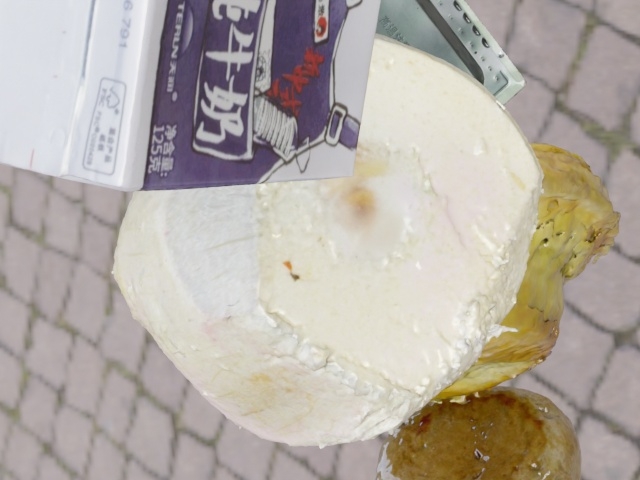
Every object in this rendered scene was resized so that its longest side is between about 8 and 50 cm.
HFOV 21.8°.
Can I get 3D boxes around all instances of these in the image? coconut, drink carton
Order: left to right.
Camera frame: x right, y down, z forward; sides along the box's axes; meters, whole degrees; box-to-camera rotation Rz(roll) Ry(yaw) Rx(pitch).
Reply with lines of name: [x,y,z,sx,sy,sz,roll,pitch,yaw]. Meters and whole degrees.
drink carton: [-0.064,-0.100,0.838,0.102,0.222,0.134,12,99,28]
coconut: [0.000,0.000,1.217,0.254,0.297,0.297,144,113,-64]

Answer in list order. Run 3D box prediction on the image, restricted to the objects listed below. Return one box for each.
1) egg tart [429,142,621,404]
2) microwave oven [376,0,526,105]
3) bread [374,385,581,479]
egg tart: [0.083,0.057,1.598,0.443,0.443,0.178,-33,60,41]
microwave oven: [-0.020,-0.276,1.847,0.247,0.394,0.333,-40,31,4]
bread: [0.168,0.260,1.761,0.230,0.230,0.123,23,152,41]
